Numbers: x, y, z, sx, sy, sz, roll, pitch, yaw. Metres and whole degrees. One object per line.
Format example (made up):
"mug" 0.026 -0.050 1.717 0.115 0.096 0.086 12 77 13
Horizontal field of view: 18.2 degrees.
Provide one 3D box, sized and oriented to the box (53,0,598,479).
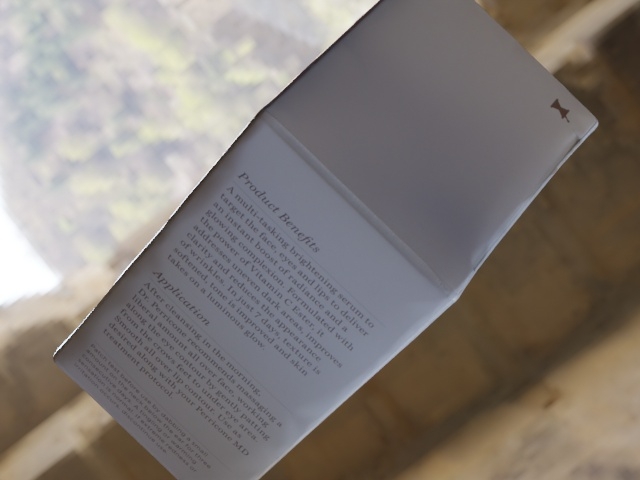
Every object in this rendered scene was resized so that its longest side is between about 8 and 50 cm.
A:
"box" 0.000 0.000 0.745 0.091 0.170 0.130 44 -137 0
